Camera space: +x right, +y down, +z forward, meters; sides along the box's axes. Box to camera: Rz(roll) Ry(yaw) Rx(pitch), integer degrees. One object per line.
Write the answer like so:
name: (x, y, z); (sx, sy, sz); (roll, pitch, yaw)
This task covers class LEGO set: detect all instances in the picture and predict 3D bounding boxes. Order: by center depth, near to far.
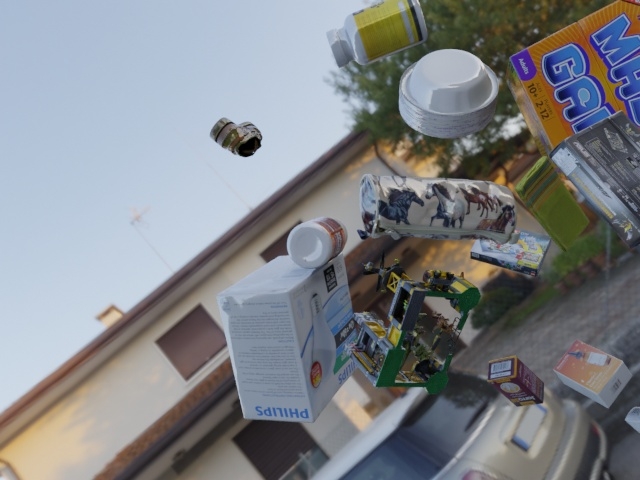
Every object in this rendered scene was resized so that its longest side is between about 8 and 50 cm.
LEGO set: (0.195, 0.183, 1.379); (0.255, 0.192, 0.331); (-1, -67, -26)

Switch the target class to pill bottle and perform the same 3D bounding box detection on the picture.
pill bottle: (0.109, -0.407, 1.171); (0.184, 0.103, 0.103); (-19, -12, 9)
pill bottle: (0.000, 0.000, 1.602); (0.121, 0.121, 0.221); (-49, -7, 17)

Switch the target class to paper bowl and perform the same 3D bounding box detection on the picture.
paper bowl: (0.370, -0.443, 1.732); (0.284, 0.284, 0.148); (-38, -33, -21)

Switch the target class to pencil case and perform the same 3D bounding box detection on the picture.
pencil case: (0.303, -0.071, 1.530); (0.410, 0.184, 0.160); (3, -31, -11)

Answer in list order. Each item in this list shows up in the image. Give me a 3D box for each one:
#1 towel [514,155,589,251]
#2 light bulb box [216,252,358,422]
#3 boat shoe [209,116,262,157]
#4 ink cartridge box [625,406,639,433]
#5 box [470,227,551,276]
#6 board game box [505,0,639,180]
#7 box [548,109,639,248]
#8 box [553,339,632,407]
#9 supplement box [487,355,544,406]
towel: (0.536, -0.079, 1.367); (0.102, 0.237, 0.021); (-48, 29, -2)
light bulb box: (-0.071, 0.255, 1.666); (0.225, 0.361, 0.358); (-4, 14, 27)
boat shoe: (-0.243, -0.306, 1.879); (0.111, 0.104, 0.307); (-53, -8, 16)
ink cartridge box: (0.936, 0.535, 1.557); (0.066, 0.232, 0.189); (-49, -13, -8)
box: (0.658, 0.025, 2.069); (0.159, 0.233, 0.044); (-54, -33, -31)
board game box: (0.753, -0.398, 1.637); (0.356, 0.356, 0.356); (-25, -1, 16)
box: (0.573, -0.120, 1.120); (0.183, 0.231, 0.056); (-27, -19, -26)
box: (0.839, 0.409, 1.848); (0.130, 0.170, 0.091); (-50, -58, -8)
supplement box: (0.663, 0.479, 2.024); (0.104, 0.188, 0.081); (-25, 34, 41)
